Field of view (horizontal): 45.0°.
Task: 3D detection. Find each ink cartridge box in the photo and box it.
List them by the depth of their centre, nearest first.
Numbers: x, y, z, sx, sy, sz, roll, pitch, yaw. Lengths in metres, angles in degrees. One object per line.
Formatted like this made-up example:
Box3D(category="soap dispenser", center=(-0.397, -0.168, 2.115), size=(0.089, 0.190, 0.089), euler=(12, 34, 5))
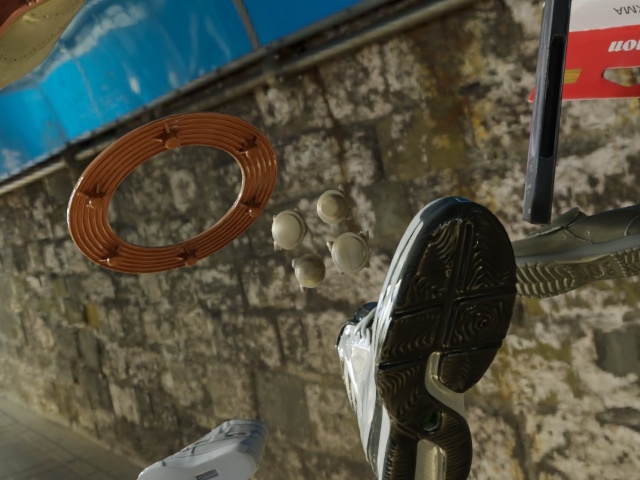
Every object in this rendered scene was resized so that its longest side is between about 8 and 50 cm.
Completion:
Box3D(category="ink cartridge box", center=(0.433, -0.305, 1.011), size=(0.296, 0.066, 0.261), euler=(8, 62, 48))

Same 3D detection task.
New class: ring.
Box3D(category="ring", center=(-0.216, -0.058, 1.192), size=(0.337, 0.032, 0.336), euler=(-21, -35, -16))

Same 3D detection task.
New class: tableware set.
Box3D(category="tableware set", center=(0.000, 0.000, 1.222), size=(0.169, 0.141, 0.020), euler=(-24, -11, 28))

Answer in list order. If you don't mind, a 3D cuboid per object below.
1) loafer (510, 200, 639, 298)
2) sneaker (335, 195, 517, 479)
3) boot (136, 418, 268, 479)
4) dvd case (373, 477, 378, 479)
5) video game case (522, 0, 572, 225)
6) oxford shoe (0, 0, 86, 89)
Box3D(category="loafer", center=(0.331, 0.011, 1.024), size=(0.251, 0.087, 0.094), euler=(-11, -39, 22))
Box3D(category="sneaker", center=(0.093, 0.110, 0.989), size=(0.169, 0.447, 0.257), euler=(-8, 33, -20))
Box3D(category="boot", center=(-0.216, 0.415, 1.464), size=(0.258, 0.095, 0.123), euler=(-18, 15, 18))
Box3D(category="dvd case", center=(0.127, 0.371, 1.140), size=(0.119, 0.087, 0.013), euler=(-26, -12, -33))
Box3D(category="video game case", center=(0.266, -0.156, 0.911), size=(0.026, 0.274, 0.196), euler=(4, 3, 12))
Box3D(category="oxford shoe", center=(-0.363, -0.309, 0.955), size=(0.397, 0.140, 0.146), euler=(-39, -6, 1))
